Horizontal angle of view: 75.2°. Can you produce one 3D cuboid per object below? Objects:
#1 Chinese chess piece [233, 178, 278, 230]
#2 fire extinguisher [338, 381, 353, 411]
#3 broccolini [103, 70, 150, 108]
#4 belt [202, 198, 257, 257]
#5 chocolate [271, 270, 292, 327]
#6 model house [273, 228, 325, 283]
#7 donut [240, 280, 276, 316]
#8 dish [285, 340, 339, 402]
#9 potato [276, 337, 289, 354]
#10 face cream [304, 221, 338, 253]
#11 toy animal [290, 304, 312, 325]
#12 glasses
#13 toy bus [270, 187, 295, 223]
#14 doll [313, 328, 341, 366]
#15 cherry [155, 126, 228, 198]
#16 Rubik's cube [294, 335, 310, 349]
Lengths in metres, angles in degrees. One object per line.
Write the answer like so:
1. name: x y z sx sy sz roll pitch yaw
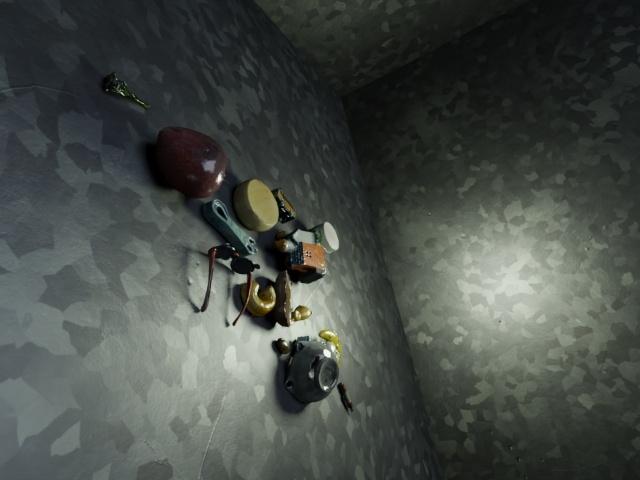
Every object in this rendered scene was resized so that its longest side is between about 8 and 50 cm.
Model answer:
1. Chinese chess piece: -0.302 -0.162 1.946 0.251 0.097 0.251 47 31 -41
2. fire extinguisher: 0.135 0.834 2.185 0.173 0.035 0.049 66 20 -2
3. broccolini: -0.670 -0.525 1.471 0.201 0.058 0.074 14 66 -62
4. belt: -0.370 -0.047 1.728 0.302 0.072 0.087 54 30 -34
5. chocolate: -0.180 0.265 1.878 0.161 0.083 0.262 81 5 -46
6. model house: -0.138 0.057 2.085 0.300 0.190 0.272 18 58 -43
7. donut: -0.253 0.246 1.750 0.181 0.078 0.146 31 42 -54
8. dish: -0.007 0.587 1.846 0.302 0.120 0.304 5 83 -49
9. potato: -0.163 0.461 1.817 0.083 0.040 0.051 59 30 -22
10. face cream: 0.000 0.000 2.415 0.177 0.152 0.178 50 28 -39
11. toy animal: -0.110 0.359 1.972 0.159 0.083 0.070 -15 109 -60
12. glasses: -0.336 0.166 1.578 0.234 0.117 0.269 44 34 -49
13. toy bus: -0.209 -0.187 2.179 0.182 0.091 0.103 53 27 -39
14. doll: 0.029 0.558 2.072 0.252 0.110 0.238 -60 138 -45
15. cherry: -0.471 -0.286 1.526 0.307 0.221 0.261 39 28 -29
16. Rubik's cube: -0.080 0.486 1.946 0.073 0.084 0.075 83 16 -64
